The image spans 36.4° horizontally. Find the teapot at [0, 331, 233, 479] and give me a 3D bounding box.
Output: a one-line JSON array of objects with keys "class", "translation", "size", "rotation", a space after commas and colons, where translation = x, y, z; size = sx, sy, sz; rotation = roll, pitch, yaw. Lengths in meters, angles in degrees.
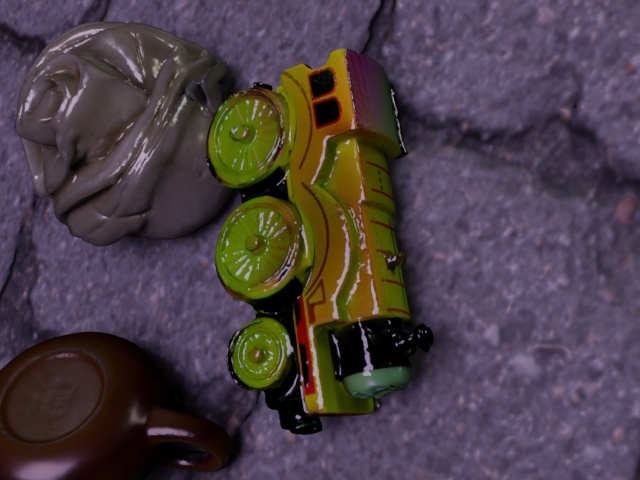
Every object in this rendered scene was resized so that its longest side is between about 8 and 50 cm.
[{"class": "teapot", "translation": [-0.194, 0.174, 0.862], "size": [0.252, 0.135, 0.178], "rotation": [4, 53, 15]}]

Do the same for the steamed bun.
[{"class": "steamed bun", "translation": [-0.193, -0.107, 0.887], "size": [0.211, 0.144, 0.217], "rotation": [-13, 75, 30]}]

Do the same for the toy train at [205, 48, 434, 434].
[{"class": "toy train", "translation": [0.000, 0.000, 0.772], "size": [0.161, 0.100, 0.296], "rotation": [-15, 74, 28]}]
